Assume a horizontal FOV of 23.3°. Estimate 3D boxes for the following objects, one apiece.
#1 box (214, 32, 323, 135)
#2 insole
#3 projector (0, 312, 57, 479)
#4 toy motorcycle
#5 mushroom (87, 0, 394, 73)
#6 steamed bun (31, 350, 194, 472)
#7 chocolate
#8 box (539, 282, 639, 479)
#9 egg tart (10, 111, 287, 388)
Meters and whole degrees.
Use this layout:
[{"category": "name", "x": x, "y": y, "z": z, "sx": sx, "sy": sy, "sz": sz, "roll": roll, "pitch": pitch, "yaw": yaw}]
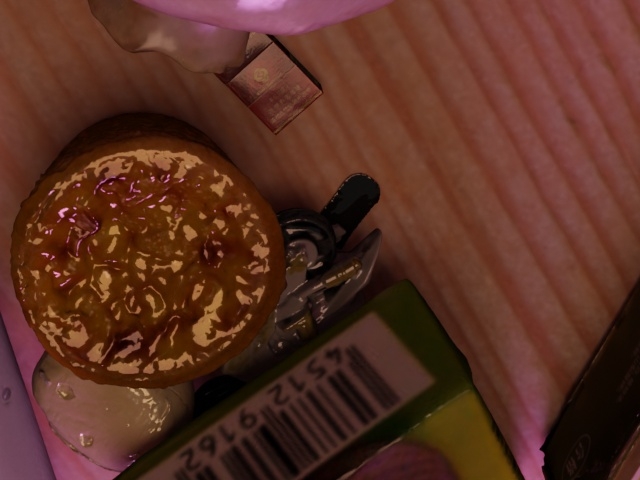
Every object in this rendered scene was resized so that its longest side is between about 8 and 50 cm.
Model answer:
[{"category": "box", "x": -0.044, "y": -0.127, "z": 1.187, "sx": 0.051, "sy": 0.023, "sz": 0.082, "roll": -41, "pitch": 112, "yaw": 11}, {"category": "insole", "x": 0.000, "y": 0.000, "z": 1.260, "sx": 0.045, "sy": 0.002, "sz": 0.135, "roll": 32, "pitch": 107, "yaw": -20}, {"category": "projector", "x": -0.287, "y": 0.120, "z": 1.227, "sx": 0.108, "sy": 0.108, "sz": 0.337, "roll": -13, "pitch": 115, "yaw": 0}, {"category": "toy motorcycle", "x": -0.010, "y": 0.082, "z": 1.257, "sx": 0.152, "sy": 0.073, "sz": 0.225, "roll": 14, "pitch": 114, "yaw": -21}, {"category": "mushroom", "x": -0.052, "y": -0.247, "z": 1.032, "sx": 0.297, "sy": 0.297, "sz": 0.290, "roll": 13, "pitch": 149, "yaw": -12}, {"category": "steamed bun", "x": -0.159, "y": 0.116, "z": 1.243, "sx": 0.130, "sy": 0.091, "sz": 0.112, "roll": 40, "pitch": 116, "yaw": -4}, {"category": "chocolate", "x": 0.026, "y": 0.231, "z": 1.232, "sx": 0.301, "sy": 0.137, "sz": 0.289, "roll": -34, "pitch": 129, "yaw": -6}, {"category": "box", "x": 0.445, "y": 0.111, "z": 1.288, "sx": 0.373, "sy": 0.138, "sz": 0.420, "roll": 22, "pitch": 109, "yaw": -15}, {"category": "egg tart", "x": -0.127, "y": -0.006, "z": 1.164, "sx": 0.202, "sy": 0.147, "sz": 0.202, "roll": -2, "pitch": 114, "yaw": -4}]
